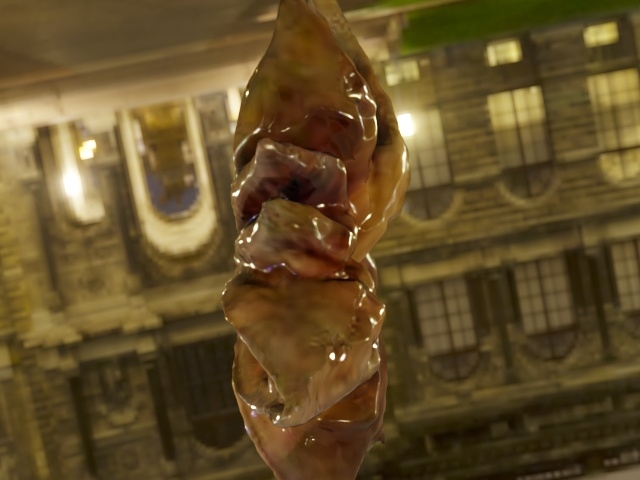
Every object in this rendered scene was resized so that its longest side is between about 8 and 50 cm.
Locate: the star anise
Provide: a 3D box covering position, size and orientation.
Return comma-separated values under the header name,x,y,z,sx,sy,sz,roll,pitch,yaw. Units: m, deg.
name,x,y,z,sx,sy,sz,roll,pitch,yaw
star anise,-0.002,0.002,0.817,0.109,0.292,0.349,4,-145,-4
